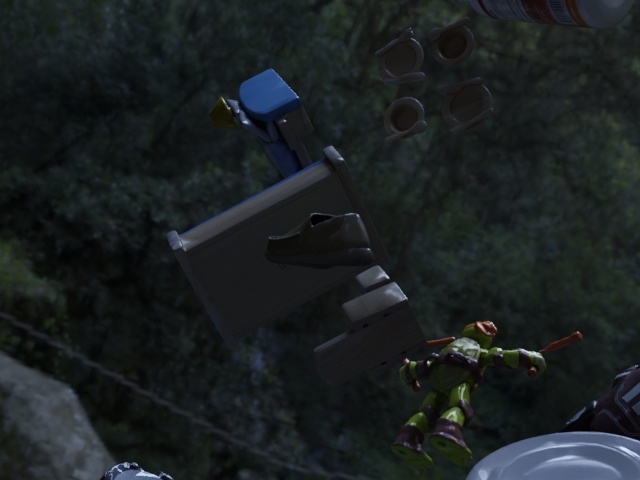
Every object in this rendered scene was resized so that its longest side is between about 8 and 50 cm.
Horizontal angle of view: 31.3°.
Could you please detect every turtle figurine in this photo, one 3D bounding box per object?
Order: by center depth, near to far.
[{"bbox_3d":[0.181,0.176,1.428,0.269,0.217,0.087,-7,-49,38],"label":"turtle figurine"}]

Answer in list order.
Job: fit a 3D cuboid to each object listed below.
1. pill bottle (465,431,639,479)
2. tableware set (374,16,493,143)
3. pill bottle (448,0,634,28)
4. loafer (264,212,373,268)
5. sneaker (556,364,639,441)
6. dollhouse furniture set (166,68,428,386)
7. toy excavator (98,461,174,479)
[{"bbox_3d":[0.189,0.288,0.807,0.152,0.272,0.152,-8,16,2],"label":"pill bottle"},{"bbox_3d":[0.138,-0.198,1.430,0.141,0.168,0.020,-16,-21,24],"label":"tableware set"},{"bbox_3d":[0.237,-0.305,1.278,0.216,0.121,0.121,17,-9,42],"label":"pill bottle"},{"bbox_3d":[0.000,0.000,1.079,0.056,0.050,0.148,9,-6,-38],"label":"loafer"},{"bbox_3d":[0.305,0.209,1.216,0.106,0.162,0.281,53,-7,24],"label":"sneaker"},{"bbox_3d":[-0.058,-0.006,1.339,0.286,0.198,0.303,64,-3,-29],"label":"dollhouse furniture set"},{"bbox_3d":[-0.069,0.481,1.116,0.445,0.222,0.433,26,25,-22],"label":"toy excavator"}]
